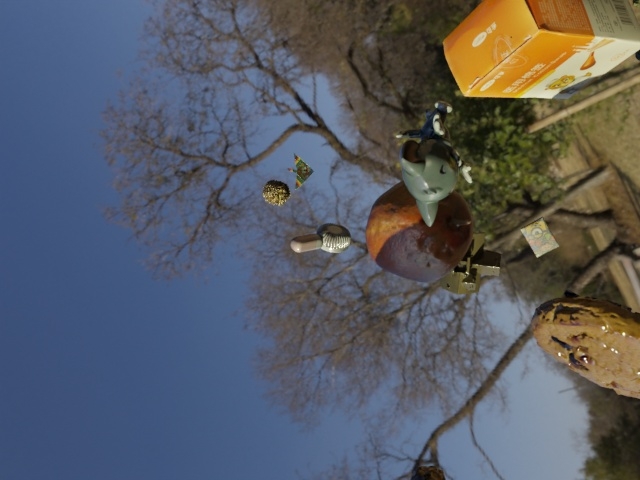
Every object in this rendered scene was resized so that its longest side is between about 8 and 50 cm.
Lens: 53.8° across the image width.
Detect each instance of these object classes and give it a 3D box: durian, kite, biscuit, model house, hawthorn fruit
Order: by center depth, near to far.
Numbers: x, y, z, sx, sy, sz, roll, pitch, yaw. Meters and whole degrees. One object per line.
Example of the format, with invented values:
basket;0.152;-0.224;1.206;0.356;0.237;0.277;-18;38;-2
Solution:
biscuit;0.518;0.202;1.132;0.296;0.296;0.075;48;-114;-35
hawthorn fruit;0.271;-0.036;1.606;0.276;0.298;0.277;5;-99;-31
durian;-0.127;-0.133;1.759;0.080;0.091;0.080;-11;-73;-40
kite;-0.064;-0.220;2.018;0.004;0.090;0.122;155;118;-75
model house;0.499;0.074;2.116;0.243;0.204;0.212;-22;-64;-73

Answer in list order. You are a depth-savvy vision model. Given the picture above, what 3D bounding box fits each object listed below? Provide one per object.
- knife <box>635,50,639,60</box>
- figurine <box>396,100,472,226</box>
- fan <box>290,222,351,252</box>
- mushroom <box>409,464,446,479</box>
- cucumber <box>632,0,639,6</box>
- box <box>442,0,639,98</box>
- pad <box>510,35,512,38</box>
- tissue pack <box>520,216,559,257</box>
knife;0.837;-0.394;1.460;0.026;0.044;0.297;49;-174;-41
figurine;0.227;-0.195;1.318;0.193;0.140;0.265;61;-164;-49
fan;0.000;0.000;2.306;0.244;0.074;0.130;-11;-142;-32
mushroom;0.150;0.588;1.189;0.267;0.254;0.267;168;90;-83
cucumber;0.617;-0.456;1.142;0.181;0.053;0.053;-25;-90;-36
box;0.455;-0.408;1.292;0.341;0.225;0.144;-5;-108;-31
pad;0.184;-0.449;1.053;0.323;0.055;0.250;56;160;-13
tissue pack;0.545;-0.008;1.566;0.083;0.063;0.035;60;-163;5
